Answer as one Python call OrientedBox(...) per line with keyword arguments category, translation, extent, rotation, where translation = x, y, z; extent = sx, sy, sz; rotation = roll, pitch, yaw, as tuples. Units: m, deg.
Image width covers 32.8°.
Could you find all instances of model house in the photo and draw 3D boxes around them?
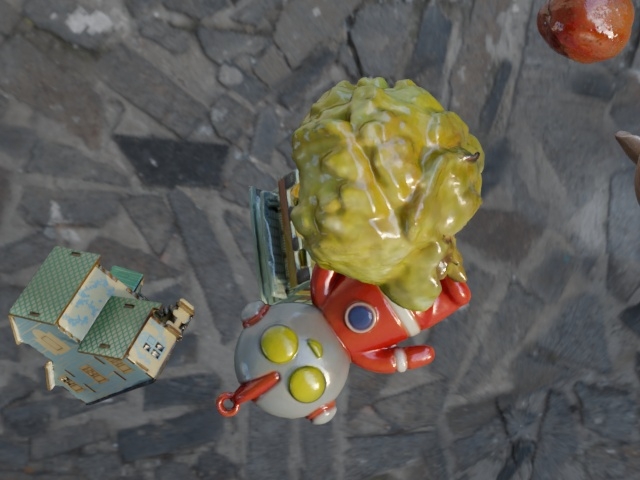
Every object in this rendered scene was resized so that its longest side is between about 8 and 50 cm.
OrientedBox(category="model house", translation=(0.000, 0.000, 1.695), extent=(0.198, 0.215, 0.224), rotation=(0, 75, -32))
OrientedBox(category="model house", translation=(-0.337, 0.110, 1.586), extent=(0.206, 0.271, 0.178), rotation=(39, 57, -19))

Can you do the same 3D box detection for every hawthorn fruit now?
OrientedBox(category="hawthorn fruit", translation=(0.345, -0.289, 1.423), extent=(0.128, 0.128, 0.128), rotation=(-2, 80, 10))

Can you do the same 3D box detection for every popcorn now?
OrientedBox(category="popcorn", translation=(0.084, -0.053, 1.184), extent=(0.192, 0.233, 0.266), rotation=(-18, 105, 38))

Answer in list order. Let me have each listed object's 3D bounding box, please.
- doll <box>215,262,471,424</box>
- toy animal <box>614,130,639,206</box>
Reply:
OrientedBox(category="doll", translation=(0.014, 0.110, 1.318), extent=(0.336, 0.105, 0.199), rotation=(-33, 95, -1))
OrientedBox(category="toy animal", translation=(0.414, -0.068, 1.183), extent=(0.149, 0.248, 0.165), rotation=(-9, 84, 7))
